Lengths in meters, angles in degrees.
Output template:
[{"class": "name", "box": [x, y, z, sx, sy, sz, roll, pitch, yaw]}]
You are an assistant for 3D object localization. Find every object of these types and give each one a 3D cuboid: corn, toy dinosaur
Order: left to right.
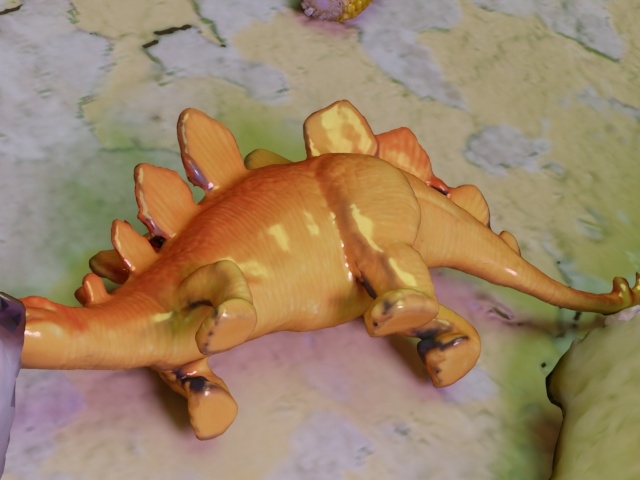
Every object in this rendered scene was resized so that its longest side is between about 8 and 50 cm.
[{"class": "toy dinosaur", "box": [0.000, 0.000, 0.640, 0.288, 0.070, 0.117, -8, 50, -37]}, {"class": "corn", "box": [0.018, -0.127, 0.800, 0.037, 0.037, 0.092, 28, 45, 5]}]

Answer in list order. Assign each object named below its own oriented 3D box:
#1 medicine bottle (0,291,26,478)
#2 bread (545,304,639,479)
[{"class": "medicine bottle", "box": [-0.240, 0.116, 0.285, 0.235, 0.236, 0.406, 26, 41, 3]}, {"class": "bread", "box": [0.168, 0.083, 0.507, 0.236, 0.198, 0.263, -2, 37, 12]}]
